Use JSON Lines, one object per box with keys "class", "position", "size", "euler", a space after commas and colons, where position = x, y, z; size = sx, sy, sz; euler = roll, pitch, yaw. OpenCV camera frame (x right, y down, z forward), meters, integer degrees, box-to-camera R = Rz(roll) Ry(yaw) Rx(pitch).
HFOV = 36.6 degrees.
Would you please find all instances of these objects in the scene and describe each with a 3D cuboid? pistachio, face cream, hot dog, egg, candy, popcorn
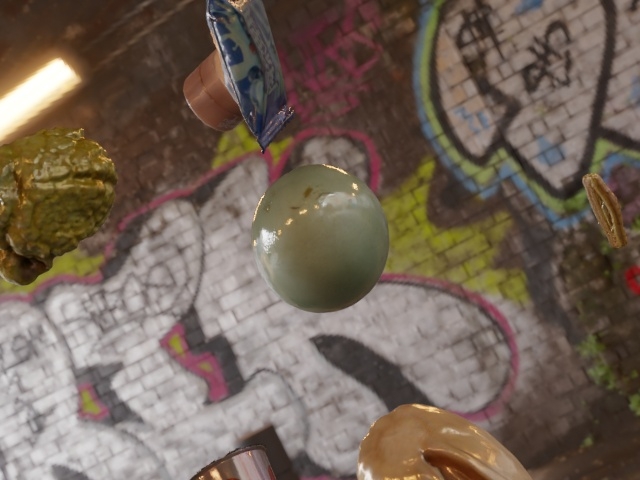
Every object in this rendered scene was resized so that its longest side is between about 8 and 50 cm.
{"class": "pistachio", "position": [0.196, 0.369, 1.380], "size": [0.193, 0.318, 0.214], "euler": [-48, -1, -15]}
{"class": "face cream", "position": [-0.201, -0.319, 2.042], "size": [0.104, 0.149, 0.149], "euler": [-36, -9, 34]}
{"class": "hot dog", "position": [0.453, -0.047, 1.522], "size": [0.028, 0.137, 0.044], "euler": [-36, 18, -22]}
{"class": "egg", "position": [0.000, 0.000, 1.419], "size": [0.203, 0.203, 0.282], "euler": [-26, -27, -5]}
{"class": "candy", "position": [-0.124, -0.320, 1.639], "size": [0.077, 0.331, 0.187], "euler": [-5, 29, 22]}
{"class": "popcorn", "position": [-0.487, -0.073, 1.672], "size": [0.286, 0.174, 0.225], "euler": [-45, -30, -9]}

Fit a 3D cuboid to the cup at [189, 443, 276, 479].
{"class": "cup", "position": [-0.132, 0.584, 1.952], "size": [0.203, 0.288, 0.203], "euler": [-26, -24, -12]}
